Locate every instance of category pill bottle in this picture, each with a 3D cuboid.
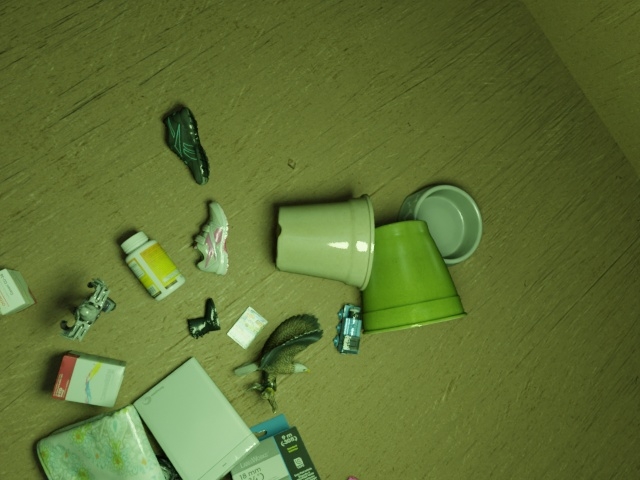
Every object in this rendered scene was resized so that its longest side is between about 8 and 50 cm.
[{"bbox_3d":[-0.542,0.080,1.617,0.117,0.117,0.215,-37,96,-18],"label":"pill bottle"}]

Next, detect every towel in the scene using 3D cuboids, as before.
[{"bbox_3d":[-0.622,0.668,1.444,0.374,0.090,0.321,-23,92,21],"label":"towel"}]

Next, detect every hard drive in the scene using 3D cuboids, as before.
[{"bbox_3d":[-0.386,0.567,1.559,0.233,0.047,0.353,-37,64,-19],"label":"hard drive"}]

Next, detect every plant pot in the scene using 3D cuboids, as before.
[{"bbox_3d":[0.292,0.123,1.774,0.366,0.366,0.353,-8,80,-19],"label":"plant pot"},{"bbox_3d":[0.000,0.000,1.722,0.305,0.334,0.334,2,83,-6],"label":"plant pot"}]

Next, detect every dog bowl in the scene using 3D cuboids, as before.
[{"bbox_3d":[0.479,-0.059,1.973,0.348,0.102,0.349,2,84,-18],"label":"dog bowl"}]

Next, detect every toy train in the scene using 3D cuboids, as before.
[{"bbox_3d":[0.104,0.321,1.808,0.080,0.105,0.184,13,81,-17],"label":"toy train"}]

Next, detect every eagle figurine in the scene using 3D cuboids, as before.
[{"bbox_3d":[-0.119,0.383,1.679,0.225,0.226,0.298,17,96,-52],"label":"eagle figurine"}]

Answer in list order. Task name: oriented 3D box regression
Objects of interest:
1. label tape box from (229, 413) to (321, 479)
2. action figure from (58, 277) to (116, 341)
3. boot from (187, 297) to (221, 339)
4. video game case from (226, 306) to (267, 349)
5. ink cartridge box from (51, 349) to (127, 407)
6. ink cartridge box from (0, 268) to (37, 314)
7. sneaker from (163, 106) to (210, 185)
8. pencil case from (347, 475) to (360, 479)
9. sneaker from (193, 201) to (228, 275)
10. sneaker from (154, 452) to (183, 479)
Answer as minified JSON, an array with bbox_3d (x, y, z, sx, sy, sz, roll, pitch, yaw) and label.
[{"bbox_3d":[-0.163,0.699,1.573,0.240,0.334,0.106,-18,134,-19],"label":"label tape box"},{"bbox_3d":[-0.680,0.204,1.470,0.099,0.285,0.185,40,73,-10],"label":"action figure"},{"bbox_3d":[-0.394,0.263,1.686,0.099,0.045,0.121,-14,90,-16],"label":"boot"},{"bbox_3d":[-0.253,0.302,1.743,0.087,0.011,0.122,42,74,-9],"label":"video game case"},{"bbox_3d":[-0.693,0.419,1.526,0.176,0.128,0.128,16,80,-15],"label":"ink cartridge box"},{"bbox_3d":[-0.897,0.148,1.451,0.067,0.198,0.115,-30,94,-18],"label":"ink cartridge box"},{"bbox_3d":[-0.453,-0.311,1.714,0.106,0.101,0.268,-16,90,3],"label":"sneaker"},{"bbox_3d":[0.072,0.934,1.739,0.104,0.104,0.236,46,72,-8],"label":"pencil case"},{"bbox_3d":[-0.370,-0.006,1.690,0.111,0.103,0.253,0,84,-20],"label":"sneaker"},{"bbox_3d":[-0.451,0.723,1.560,0.268,0.153,0.101,8,82,-17],"label":"sneaker"}]
